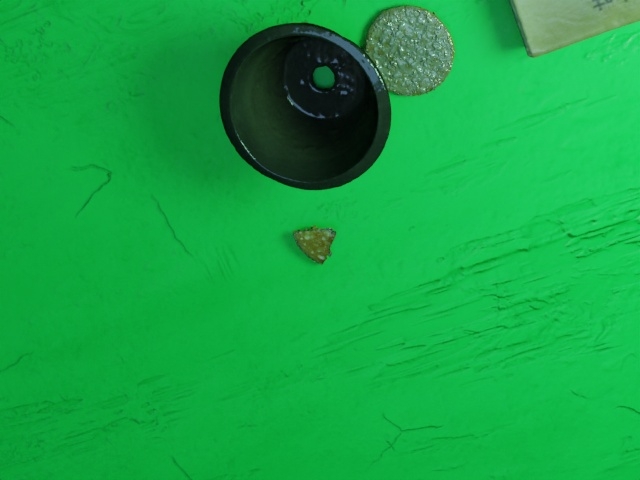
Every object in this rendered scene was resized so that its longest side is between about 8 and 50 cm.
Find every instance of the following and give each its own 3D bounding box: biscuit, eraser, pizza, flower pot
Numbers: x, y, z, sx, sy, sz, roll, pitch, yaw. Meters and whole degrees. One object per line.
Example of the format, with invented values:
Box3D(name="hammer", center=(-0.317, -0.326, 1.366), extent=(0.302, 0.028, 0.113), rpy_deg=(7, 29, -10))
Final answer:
Box3D(name="biscuit", center=(0.140, -0.300, 1.743), extent=(0.152, 0.020, 0.152), rpy_deg=(5, 118, 9))
Box3D(name="eraser", center=(0.449, -0.396, 1.622), extent=(0.343, 0.078, 0.144), rpy_deg=(-19, 112, 16))
Box3D(name="pizza", center=(0.000, 0.000, 1.902), extent=(0.078, 0.025, 0.083), rpy_deg=(-28, 115, 24))
Box3D(name="flower pot", center=(-0.012, -0.230, 1.714), extent=(0.269, 0.166, 0.269), rpy_deg=(5, 119, 9))
